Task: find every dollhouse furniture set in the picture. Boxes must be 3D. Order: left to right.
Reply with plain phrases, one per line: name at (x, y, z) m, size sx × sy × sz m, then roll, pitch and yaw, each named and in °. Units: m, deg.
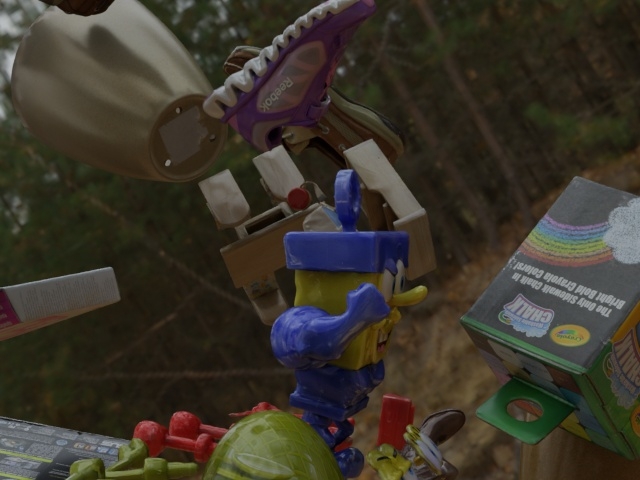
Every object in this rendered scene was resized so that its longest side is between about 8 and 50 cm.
dollhouse furniture set at (0.000, 0.000, 1.499) m, size 0.242 × 0.161 × 0.212 m, roll -26°, pitch -41°, yaw -7°

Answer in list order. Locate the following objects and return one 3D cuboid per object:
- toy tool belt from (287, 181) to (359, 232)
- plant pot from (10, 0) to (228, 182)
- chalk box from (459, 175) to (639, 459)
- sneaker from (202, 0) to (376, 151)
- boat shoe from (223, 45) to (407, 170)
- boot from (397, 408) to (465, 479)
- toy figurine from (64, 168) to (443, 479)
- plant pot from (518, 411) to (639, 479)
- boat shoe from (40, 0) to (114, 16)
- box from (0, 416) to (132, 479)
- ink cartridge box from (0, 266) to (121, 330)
toy tool belt at (0.007, -0.010, 1.012) m, size 0.052 × 0.083 × 0.051 m, roll -41°, pitch -10°, yaw 12°
plant pot at (-0.258, -0.190, 1.657) m, size 0.256 × 0.256 × 0.274 m, roll -33°, pitch 43°, yaw -21°
chalk box at (0.291, 0.107, 1.289) m, size 0.289 × 0.179 × 0.180 m, roll -49°, pitch 40°, yaw -14°
sneaker at (-0.018, -0.183, 1.311) m, size 0.236 × 0.104 × 0.095 m, roll -38°, pitch 2°, yaw 28°
boat shoe at (-0.019, -0.197, 1.909) m, size 0.119 × 0.324 × 0.122 m, roll -59°, pitch -2°, yaw -9°
boot at (0.128, 0.228, 1.265) m, size 0.106 × 0.037 × 0.114 m, roll -28°, pitch 16°, yaw -9°
toy figurine at (-0.020, 0.055, 0.797) m, size 0.191 × 0.217 × 0.362 m, roll 9°, pitch 2°, yaw 18°
plant pot at (0.344, 0.253, 1.467) m, size 0.254 × 0.237 × 0.237 m, roll -62°, pitch 14°, yaw -24°
boat shoe at (-0.246, -0.405, 1.521) m, size 0.307 × 0.110 × 0.104 m, roll -33°, pitch -33°, yaw 31°
box at (-0.370, 0.294, 1.423) m, size 0.270 × 0.060 × 0.216 m, roll 8°, pitch 19°, yaw 9°
ink cartridge box at (-0.538, 0.128, 1.849) m, size 0.324 × 0.071 × 0.330 m, roll -17°, pitch -2°, yaw 29°
